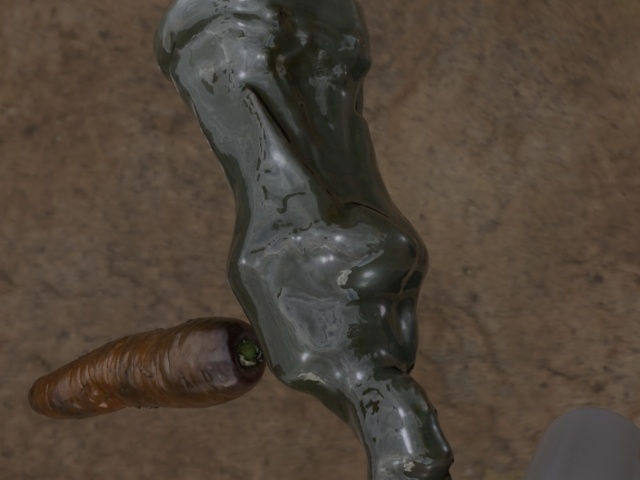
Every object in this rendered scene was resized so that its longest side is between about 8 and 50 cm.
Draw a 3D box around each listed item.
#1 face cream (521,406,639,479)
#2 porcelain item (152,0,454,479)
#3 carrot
[{"bbox_3d":[0.105,0.155,0.547,0.071,0.291,0.143,-21,90,17],"label":"face cream"},{"bbox_3d":[0.000,0.000,0.537,0.069,0.081,0.215,-38,56,35],"label":"porcelain item"},{"bbox_3d":[-0.079,0.056,0.616,0.165,0.036,0.035,-14,79,48],"label":"carrot"}]
